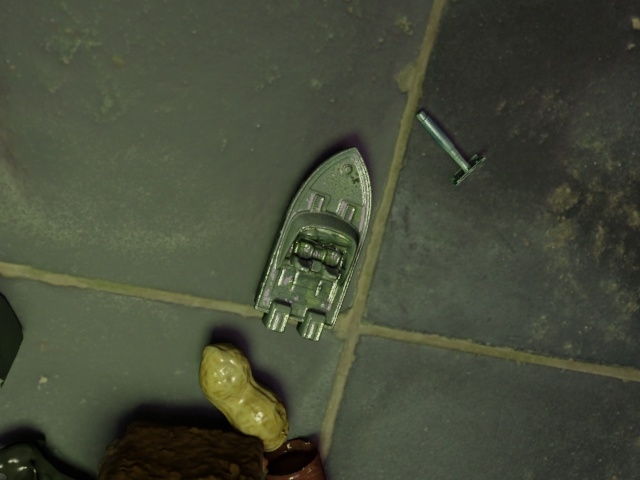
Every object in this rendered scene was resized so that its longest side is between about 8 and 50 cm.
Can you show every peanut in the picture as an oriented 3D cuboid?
[{"bbox_3d":[-0.128,0.257,1.276,0.103,0.098,0.229,-27,113,22],"label":"peanut"}]

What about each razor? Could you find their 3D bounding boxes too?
[{"bbox_3d":[0.207,-0.163,1.289,0.068,0.040,0.135,-43,103,-1],"label":"razor"}]

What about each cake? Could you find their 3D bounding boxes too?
[{"bbox_3d":[-0.236,0.455,1.193,0.282,0.256,0.290,11,109,-5],"label":"cake"}]

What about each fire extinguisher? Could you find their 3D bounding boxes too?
[{"bbox_3d":[-0.034,0.525,1.376,0.147,0.106,0.337,-9,107,15],"label":"fire extinguisher"}]

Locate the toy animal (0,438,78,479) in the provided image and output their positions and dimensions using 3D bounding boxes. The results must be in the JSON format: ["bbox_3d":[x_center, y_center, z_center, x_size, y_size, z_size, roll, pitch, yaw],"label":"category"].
[{"bbox_3d":[-0.466,0.403,1.242,0.146,0.114,0.245,-40,131,6],"label":"toy animal"}]

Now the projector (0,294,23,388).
[{"bbox_3d":[-0.569,0.190,1.105,0.250,0.198,0.108,-26,108,-5],"label":"projector"}]

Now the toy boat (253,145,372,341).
[{"bbox_3d":[0.000,0.000,1.247,0.141,0.092,0.320,16,99,-19],"label":"toy boat"}]
